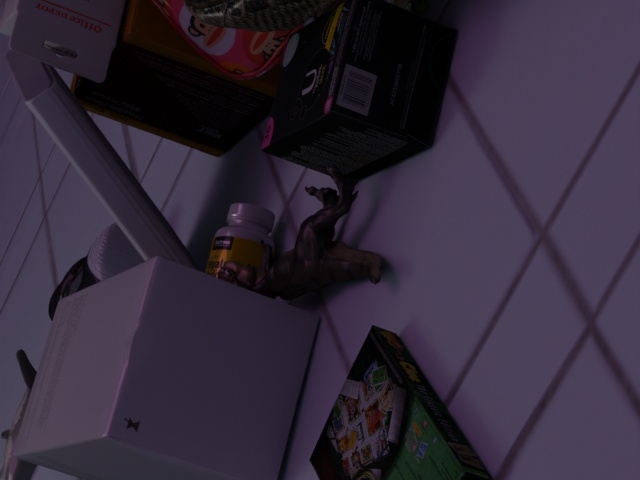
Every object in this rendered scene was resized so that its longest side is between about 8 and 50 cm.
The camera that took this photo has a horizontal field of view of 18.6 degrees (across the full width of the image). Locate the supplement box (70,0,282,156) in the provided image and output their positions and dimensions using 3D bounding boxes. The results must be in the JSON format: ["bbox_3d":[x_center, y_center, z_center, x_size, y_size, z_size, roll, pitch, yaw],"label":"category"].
[{"bbox_3d":[-0.148,-0.210,2.152,0.194,0.191,0.129,-37,39,57],"label":"supplement box"}]

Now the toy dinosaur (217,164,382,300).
[{"bbox_3d":[0.000,0.000,1.799,0.268,0.064,0.118,-12,61,58],"label":"toy dinosaur"}]

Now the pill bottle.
[{"bbox_3d":[-0.081,0.024,1.963,0.065,0.065,0.116,-23,51,63],"label":"pill bottle"}]

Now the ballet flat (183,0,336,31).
[{"bbox_3d":[0.066,-0.298,1.689,0.483,0.182,0.164,-23,63,48],"label":"ballet flat"}]

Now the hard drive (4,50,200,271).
[{"bbox_3d":[-0.224,-0.064,2.093,0.040,0.307,0.203,-35,25,-2],"label":"hard drive"}]

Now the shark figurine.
[{"bbox_3d":[-0.320,0.245,2.330,0.166,0.116,0.278,81,-163,-52],"label":"shark figurine"}]

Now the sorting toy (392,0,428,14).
[{"bbox_3d":[0.090,-0.238,1.838,0.062,0.012,0.083,-36,37,49],"label":"sorting toy"}]

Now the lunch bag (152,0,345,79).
[{"bbox_3d":[-0.044,-0.307,1.943,0.293,0.258,0.120,-45,-3,36],"label":"lunch bag"}]

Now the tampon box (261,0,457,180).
[{"bbox_3d":[0.032,-0.136,1.770,0.161,0.101,0.120,-22,51,63],"label":"tampon box"}]

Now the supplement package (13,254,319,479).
[{"bbox_3d":[-0.153,0.143,1.884,0.293,0.175,0.177,-20,52,64],"label":"supplement package"}]

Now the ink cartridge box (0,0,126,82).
[{"bbox_3d":[-0.267,-0.261,2.057,0.067,0.115,0.198,-29,46,59],"label":"ink cartridge box"}]

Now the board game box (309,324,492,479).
[{"bbox_3d":[0.057,0.180,1.542,0.136,0.030,0.259,-63,22,14],"label":"board game box"}]

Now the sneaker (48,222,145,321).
[{"bbox_3d":[-0.271,0.116,2.314,0.153,0.101,0.268,-34,36,58],"label":"sneaker"}]
